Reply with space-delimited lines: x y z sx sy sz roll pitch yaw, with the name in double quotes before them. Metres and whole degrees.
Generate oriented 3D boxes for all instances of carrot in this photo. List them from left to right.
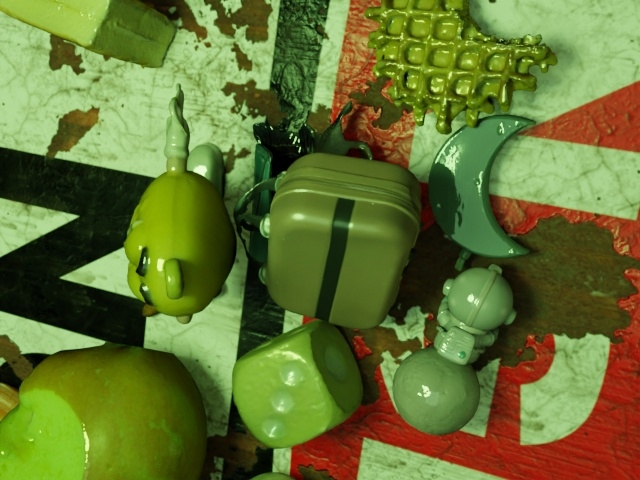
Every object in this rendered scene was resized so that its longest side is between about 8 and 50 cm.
"carrot" -0.271 0.111 1.386 0.191 0.047 0.047 -20 91 22

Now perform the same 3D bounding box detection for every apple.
"apple" -0.395 0.349 1.298 0.384 0.374 0.374 5 101 -7

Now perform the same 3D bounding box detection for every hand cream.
"hand cream" -0.101 -0.053 1.275 0.048 0.083 0.224 -6 113 -20

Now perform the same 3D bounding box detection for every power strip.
"power strip" 0.255 -0.073 1.160 0.167 0.054 0.253 6 100 22

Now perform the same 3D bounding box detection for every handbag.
"handbag" 0.000 0.000 1.121 0.283 0.149 0.302 15 147 2

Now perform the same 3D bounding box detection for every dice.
"dice" -0.039 0.245 1.254 0.169 0.169 0.166 -27 88 22

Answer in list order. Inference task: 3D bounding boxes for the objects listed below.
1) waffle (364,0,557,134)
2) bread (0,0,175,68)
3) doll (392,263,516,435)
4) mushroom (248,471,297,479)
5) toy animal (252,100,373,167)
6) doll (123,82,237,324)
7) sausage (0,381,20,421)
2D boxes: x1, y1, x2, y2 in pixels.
"waffle" 0.193 -0.313 1.114 0.260 0.069 0.293 -31 76 21
"bread" -0.409 -0.395 1.257 0.246 0.239 0.111 26 100 13
"doll" 0.219 0.168 1.167 0.151 0.151 0.287 26 103 15
"mushroom" -0.049 0.533 1.300 0.246 0.202 0.246 40 137 52
"toy animal" 0.007 -0.126 1.195 0.160 0.272 0.197 -21 101 -8
"doll" -0.213 -0.038 1.172 0.161 0.423 0.348 -1 76 -3
"sausage" -0.612 0.385 1.530 0.312 0.093 0.093 25 106 15
